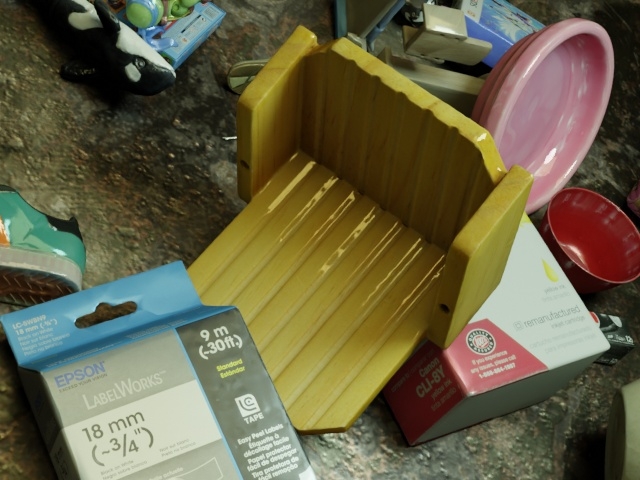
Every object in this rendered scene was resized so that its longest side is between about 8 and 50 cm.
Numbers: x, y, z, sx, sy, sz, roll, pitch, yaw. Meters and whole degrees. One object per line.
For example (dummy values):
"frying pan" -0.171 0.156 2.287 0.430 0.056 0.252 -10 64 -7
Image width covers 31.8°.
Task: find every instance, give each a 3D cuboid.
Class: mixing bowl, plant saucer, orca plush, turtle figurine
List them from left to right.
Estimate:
"orca plush" -0.340 -0.283 1.588 0.287 0.151 0.102 42 77 2
"turtle figurine" -0.207 -0.432 1.633 0.266 0.198 0.274 -63 140 -60
"plant saucer" 0.340 -0.199 1.781 0.084 0.332 0.332 31 39 33
"mixing bowl" 0.411 0.016 1.780 0.182 0.098 0.181 16 49 -20

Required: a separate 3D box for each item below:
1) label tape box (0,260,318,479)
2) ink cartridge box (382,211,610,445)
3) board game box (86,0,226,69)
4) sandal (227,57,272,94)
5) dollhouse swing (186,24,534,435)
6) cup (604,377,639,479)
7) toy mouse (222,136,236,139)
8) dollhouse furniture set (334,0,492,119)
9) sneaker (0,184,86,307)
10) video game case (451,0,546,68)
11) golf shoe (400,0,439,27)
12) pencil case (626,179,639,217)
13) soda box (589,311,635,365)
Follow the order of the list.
"label tape box" -0.187 0.175 1.250 0.241 0.106 0.333 -18 71 -26
"ink cartridge box" 0.174 0.054 1.570 0.279 0.160 0.384 -12 63 -35
"board game box" -0.273 -0.365 1.730 0.211 0.039 0.160 36 46 -2
"sandal" -0.065 -0.259 1.756 0.180 0.072 0.049 0 34 -25
"dollhouse swing" 0.000 0.000 1.330 0.347 0.315 0.305 38 61 21
"cup" 0.513 0.294 1.505 0.237 0.331 0.331 5 49 6
"toy mouse" -0.074 -0.145 1.676 0.143 0.031 0.161 15 50 -20
"dollhouse furniture set" 0.174 -0.370 1.819 0.198 0.286 0.303 9 63 -24
"sneaker" -0.424 -0.013 1.326 0.302 0.108 0.121 19 47 -27
"video game case" 0.356 -0.353 2.019 0.270 0.061 0.244 31 29 -5
"golf shoe" 0.182 -0.433 1.948 0.077 0.198 0.093 -24 86 -8
"pencil case" 0.718 -0.001 1.934 0.386 0.167 0.160 43 11 6
"soda box" 0.386 0.140 1.693 0.169 0.060 0.053 11 49 -22
